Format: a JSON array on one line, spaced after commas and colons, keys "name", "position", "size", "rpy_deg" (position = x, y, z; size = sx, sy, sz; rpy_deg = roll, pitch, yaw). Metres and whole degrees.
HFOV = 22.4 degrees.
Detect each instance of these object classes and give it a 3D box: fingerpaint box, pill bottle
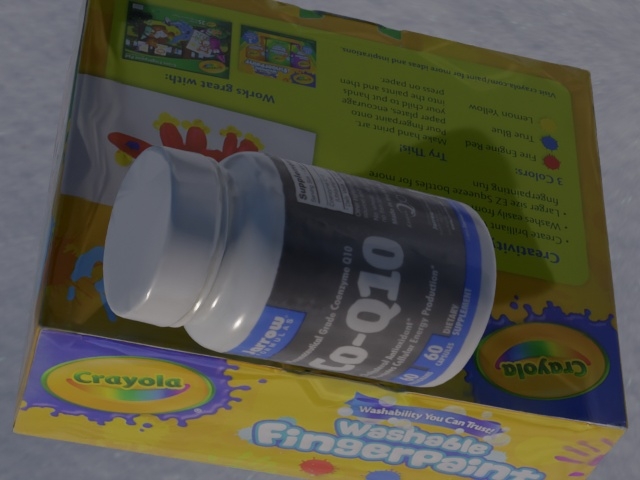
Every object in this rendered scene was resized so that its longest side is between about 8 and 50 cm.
[{"name": "fingerpaint box", "position": [0.000, 0.000, 1.314], "size": [0.445, 0.371, 0.163], "rpy_deg": [10, 142, -13]}, {"name": "pill bottle", "position": [-0.009, 0.009, 0.621], "size": [0.137, 0.078, 0.078], "rpy_deg": [12, 101, -27]}]
